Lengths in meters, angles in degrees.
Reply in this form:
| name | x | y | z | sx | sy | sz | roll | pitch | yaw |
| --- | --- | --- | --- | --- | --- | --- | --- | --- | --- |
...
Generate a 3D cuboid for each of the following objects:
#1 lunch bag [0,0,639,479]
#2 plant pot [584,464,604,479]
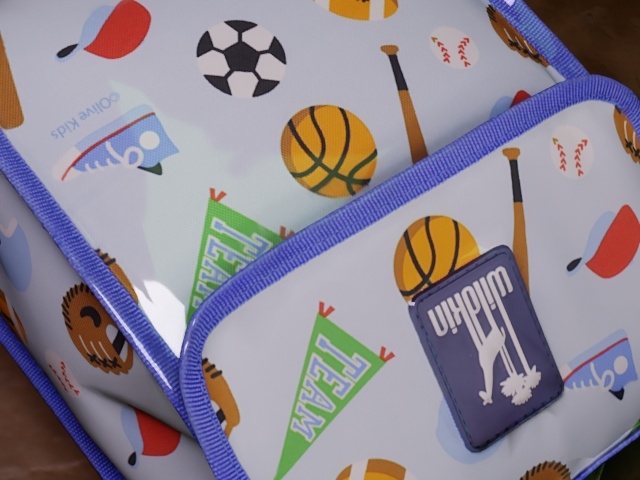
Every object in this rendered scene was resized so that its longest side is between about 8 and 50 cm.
| name | x | y | z | sx | sy | sz | roll | pitch | yaw |
| --- | --- | --- | --- | --- | --- | --- | --- | --- | --- |
| lunch bag | 0.000 | 0.000 | 0.842 | 0.328 | 0.239 | 0.385 | -31 | 73 | -25 |
| plant pot | 0.130 | 0.126 | 0.913 | 0.079 | 0.083 | 0.083 | 18 | 50 | 9 |
